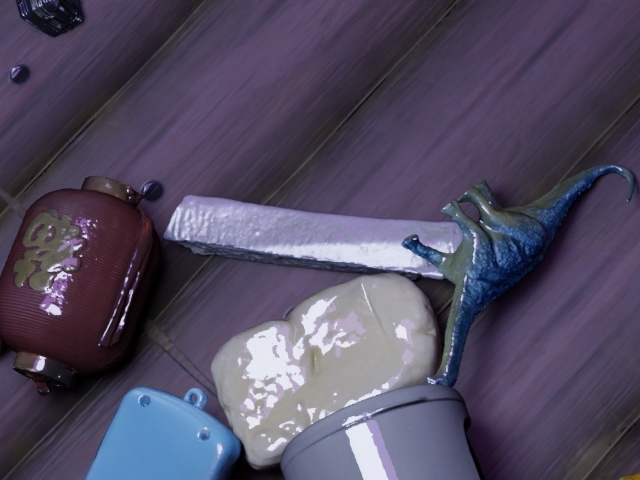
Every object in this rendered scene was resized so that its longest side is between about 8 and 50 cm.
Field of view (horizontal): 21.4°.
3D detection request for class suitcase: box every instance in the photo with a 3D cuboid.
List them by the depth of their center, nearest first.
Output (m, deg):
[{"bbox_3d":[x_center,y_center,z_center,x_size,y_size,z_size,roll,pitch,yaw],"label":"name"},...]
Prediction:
[{"bbox_3d":[-0.352,-0.324,2.142,0.059,0.086,0.126,-25,66,18],"label":"suitcase"}]

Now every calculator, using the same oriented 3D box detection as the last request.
[{"bbox_3d":[-0.196,0.296,1.869,0.173,0.051,0.293,25,90,32],"label":"calculator"}]

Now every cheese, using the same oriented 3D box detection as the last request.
[{"bbox_3d":[0.013,0.142,1.896,0.263,0.093,0.159,-26,71,1],"label":"cheese"}]

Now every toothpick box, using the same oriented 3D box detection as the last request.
[{"bbox_3d":[0.092,0.330,1.744,0.229,0.229,0.316,-22,69,3],"label":"toothpick box"}]

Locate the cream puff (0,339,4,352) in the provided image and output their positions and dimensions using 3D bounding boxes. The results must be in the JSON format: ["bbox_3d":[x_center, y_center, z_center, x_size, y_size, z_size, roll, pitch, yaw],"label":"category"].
[{"bbox_3d":[-0.414,0.089,2.000,0.116,0.094,0.122,-37,50,43],"label":"cream puff"}]

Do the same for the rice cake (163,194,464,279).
[{"bbox_3d":[0.000,0.000,1.967,0.365,0.056,0.073,5,77,13],"label":"rice cake"}]

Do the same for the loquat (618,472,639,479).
[{"bbox_3d":[0.339,0.310,1.758,0.137,0.113,0.137,1,81,-8],"label":"loquat"}]

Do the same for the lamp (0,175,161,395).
[{"bbox_3d":[-0.276,0.052,1.942,0.180,0.180,0.258,12,73,16],"label":"lamp"}]

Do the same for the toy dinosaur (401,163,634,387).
[{"bbox_3d":[0.196,0.002,1.883,0.147,0.076,0.363,46,67,-2],"label":"toy dinosaur"}]
